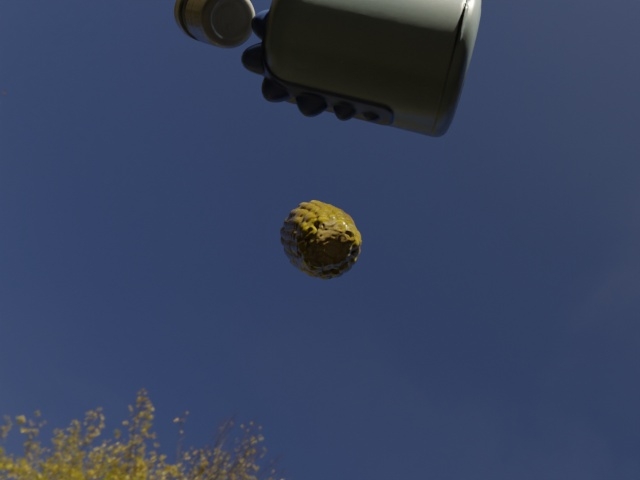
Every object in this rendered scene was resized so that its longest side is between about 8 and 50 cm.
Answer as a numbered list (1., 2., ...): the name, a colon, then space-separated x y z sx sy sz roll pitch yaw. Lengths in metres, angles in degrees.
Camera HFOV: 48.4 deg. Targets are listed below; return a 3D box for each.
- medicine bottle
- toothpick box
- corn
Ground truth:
1. medicine bottle: -0.194 -0.409 1.297 0.168 0.105 0.105 36 -69 54
2. toothpick box: 0.056 -0.306 1.148 0.355 0.263 0.262 14 -80 5
3. corn: 0.000 0.000 0.883 0.097 0.262 0.097 -1 -85 -6
